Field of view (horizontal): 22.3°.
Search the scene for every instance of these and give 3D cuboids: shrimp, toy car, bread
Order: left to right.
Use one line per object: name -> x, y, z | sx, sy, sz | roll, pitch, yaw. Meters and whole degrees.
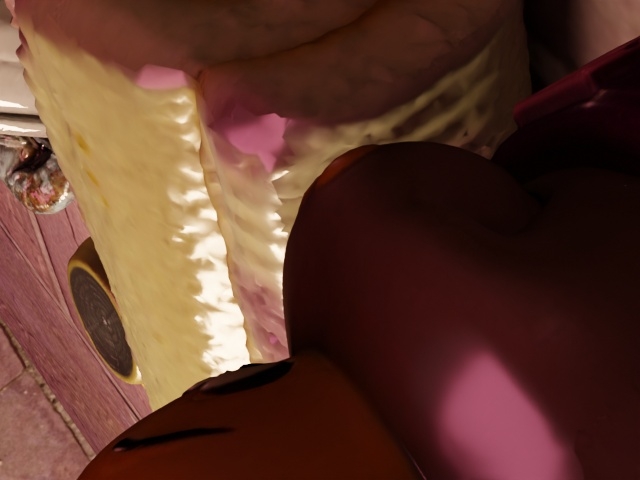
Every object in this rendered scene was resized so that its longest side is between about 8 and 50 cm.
shrimp -> -0.262, -0.102, 1.395 | 0.090, 0.079, 0.233 | 20, -158, -44
bread -> 0.000, 0.000, 0.651 | 0.187, 0.155, 0.338 | 36, 153, 31
toy car -> 0.092, 0.125, 0.417 | 0.340, 0.240, 0.271 | 59, 168, -1

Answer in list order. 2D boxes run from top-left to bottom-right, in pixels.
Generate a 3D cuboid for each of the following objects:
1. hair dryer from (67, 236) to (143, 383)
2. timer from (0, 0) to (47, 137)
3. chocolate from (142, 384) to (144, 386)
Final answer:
hair dryer -> -0.053, -0.044, 0.799 | 0.090, 0.135, 0.278 | 50, 153, 29
timer -> -0.218, -0.130, 0.903 | 0.237, 0.262, 0.087 | 37, 117, 51
chocolate -> 0.014, 0.190, 0.956 | 0.445, 0.162, 0.162 | 47, 161, 39
